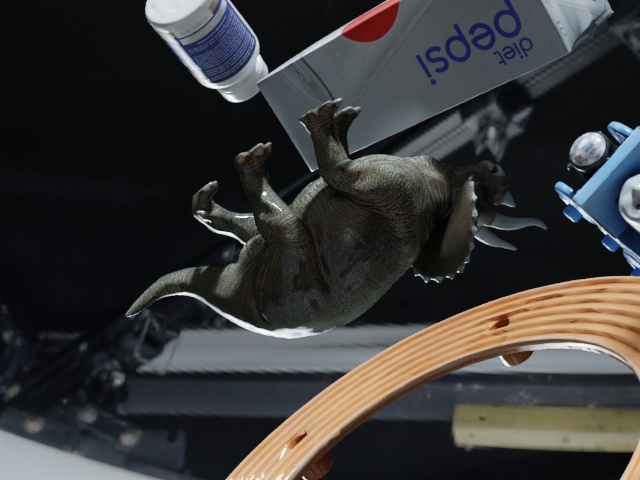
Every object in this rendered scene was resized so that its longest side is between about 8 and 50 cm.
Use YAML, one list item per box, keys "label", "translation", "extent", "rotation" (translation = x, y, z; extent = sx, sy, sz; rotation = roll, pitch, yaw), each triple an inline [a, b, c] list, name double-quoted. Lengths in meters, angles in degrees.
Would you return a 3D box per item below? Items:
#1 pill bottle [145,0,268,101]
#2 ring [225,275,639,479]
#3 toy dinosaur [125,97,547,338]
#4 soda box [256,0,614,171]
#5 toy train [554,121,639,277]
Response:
- label: "pill bottle"
  translation: [-0.095, -0.176, 0.955]
  extent: [0.067, 0.067, 0.120]
  rotation: [-11, -35, 23]
- label: "ring"
  translation: [0.060, 0.125, 0.532]
  extent: [0.336, 0.336, 0.032]
  rotation: [-22, -71, 31]
- label: "toy dinosaur"
  translation: [0.000, 0.000, 0.798]
  extent: [0.313, 0.121, 0.160]
  rotation: [-30, -93, -3]
- label: "soda box"
  translation: [0.083, -0.155, 0.886]
  extent: [0.286, 0.091, 0.098]
  rotation: [-20, -75, 45]
- label: "toy train"
  translation: [0.236, -0.008, 0.729]
  extent: [0.080, 0.105, 0.184]
  rotation: [-49, -52, 6]
